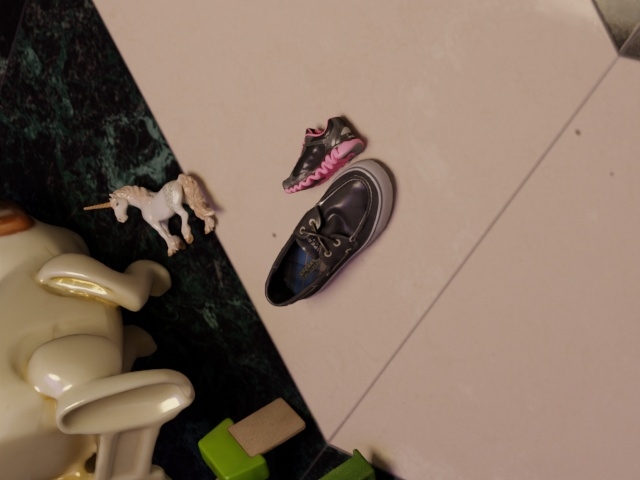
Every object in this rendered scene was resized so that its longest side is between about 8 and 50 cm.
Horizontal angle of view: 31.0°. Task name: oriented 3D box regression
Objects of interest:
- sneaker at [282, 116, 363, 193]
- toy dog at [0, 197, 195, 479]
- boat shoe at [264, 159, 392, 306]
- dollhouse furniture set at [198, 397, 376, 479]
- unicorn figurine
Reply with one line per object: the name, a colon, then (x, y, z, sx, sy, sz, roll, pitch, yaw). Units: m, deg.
sneaker: (-0.005, -0.097, 1.296, 0.119, 0.047, 0.057, -37, 81, 36)
toy dog: (-0.379, 0.140, 1.504, 0.285, 0.395, 0.408, 96, 157, -46)
boat shoe: (0.000, 0.000, 1.314, 0.080, 0.076, 0.228, 49, 133, 8)
dollhouse furniture set: (-0.028, 0.372, 1.536, 0.197, 0.151, 0.302, 41, 153, 42)
unicorn figurine: (-0.203, -0.037, 1.476, 0.162, 0.060, 0.111, -30, 91, 27)
